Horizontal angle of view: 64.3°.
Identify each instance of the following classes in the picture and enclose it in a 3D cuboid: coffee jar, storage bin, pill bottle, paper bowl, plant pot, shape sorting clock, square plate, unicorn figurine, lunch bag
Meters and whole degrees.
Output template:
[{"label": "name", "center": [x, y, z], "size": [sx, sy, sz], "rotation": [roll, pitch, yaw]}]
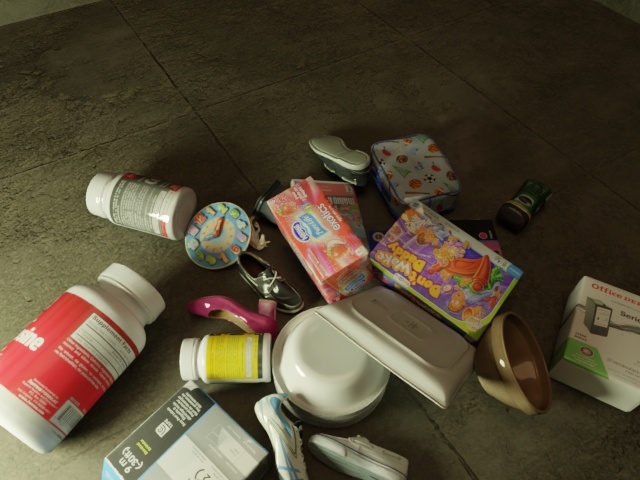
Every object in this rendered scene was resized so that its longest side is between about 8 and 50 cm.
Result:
[{"label": "coffee jar", "center": [0.628, -0.108, 1.576], "size": [0.096, 0.079, 0.184], "rotation": [39, 60, 23]}, {"label": "storage bin", "center": [-0.135, -0.106, 1.555], "size": [0.091, 0.098, 0.135], "rotation": [33, 41, 2]}, {"label": "pill bottle", "center": [-0.526, -0.109, 1.504], "size": [0.283, 0.161, 0.161], "rotation": [15, 53, 10]}, {"label": "paper bowl", "center": [0.026, 0.284, 1.213], "size": [0.284, 0.148, 0.284], "rotation": [1, 53, -1]}, {"label": "pill bottle", "center": [-0.223, 0.283, 1.225], "size": [0.208, 0.119, 0.119], "rotation": [-1, 52, -2]}, {"label": "plant pot", "center": [0.440, 0.295, 1.203], "size": [0.110, 0.237, 0.237], "rotation": [-26, 41, 35]}, {"label": "shape sorting clock", "center": [-0.298, -0.016, 1.477], "size": [0.206, 0.040, 0.206], "rotation": [-6, 67, 15]}, {"label": "pill bottle", "center": [-0.561, 0.251, 1.175], "size": [0.229, 0.229, 0.407], "rotation": [25, 55, 18]}, {"label": "square plate", "center": [0.204, 0.216, 1.203], "size": [0.344, 0.049, 0.347], "rotation": [34, 19, 22]}, {"label": "unicorn figurine", "center": [-0.217, -0.020, 1.511], "size": [0.162, 0.060, 0.111], "rotation": [-8, 60, 11]}, {"label": "lunch bag", "center": [0.288, -0.208, 1.631], "size": [0.243, 0.115, 0.303], "rotation": [-15, 54, -10]}]

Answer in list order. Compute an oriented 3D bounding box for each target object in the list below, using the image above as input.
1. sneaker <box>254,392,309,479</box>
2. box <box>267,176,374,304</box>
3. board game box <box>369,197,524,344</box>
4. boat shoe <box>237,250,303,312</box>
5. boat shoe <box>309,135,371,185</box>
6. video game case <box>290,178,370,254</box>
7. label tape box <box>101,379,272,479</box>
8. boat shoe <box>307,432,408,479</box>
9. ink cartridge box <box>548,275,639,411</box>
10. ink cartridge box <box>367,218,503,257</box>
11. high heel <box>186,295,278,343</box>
[{"label": "sneaker", "center": [-0.064, 0.443, 1.090], "size": [0.086, 0.085, 0.237], "rotation": [-23, 77, -4]}, {"label": "box", "center": [0.000, 0.000, 1.334], "size": [0.142, 0.154, 0.300], "rotation": [-31, 58, -7]}, {"label": "board game box", "center": [0.322, 0.080, 1.359], "size": [0.347, 0.078, 0.233], "rotation": [36, 72, 13]}, {"label": "boat shoe", "center": [-0.141, 0.113, 1.390], "size": [0.233, 0.079, 0.084], "rotation": [37, 60, 23]}, {"label": "boat shoe", "center": [0.058, -0.265, 1.679], "size": [0.114, 0.091, 0.302], "rotation": [-23, 37, -17]}, {"label": "video game case", "center": [0.027, -0.067, 1.527], "size": [0.204, 0.025, 0.285], "rotation": [1, 54, -18]}, {"label": "label tape box", "center": [-0.310, 0.504, 1.054], "size": [0.249, 0.115, 0.348], "rotation": [35, 57, 24]}, {"label": "boat shoe", "center": [0.084, 0.472, 1.119], "size": [0.226, 0.083, 0.076], "rotation": [26, 43, 4]}, {"label": "ink cartridge box", "center": [0.712, 0.249, 1.272], "size": [0.198, 0.114, 0.273], "rotation": [23, 55, 16]}, {"label": "ink cartridge box", "center": [0.330, 0.021, 1.483], "size": [0.371, 0.069, 0.175], "rotation": [-2, 52, 0]}, {"label": "high heel", "center": [-0.232, 0.212, 1.319], "size": [0.244, 0.082, 0.117], "rotation": [4, 61, -3]}]
